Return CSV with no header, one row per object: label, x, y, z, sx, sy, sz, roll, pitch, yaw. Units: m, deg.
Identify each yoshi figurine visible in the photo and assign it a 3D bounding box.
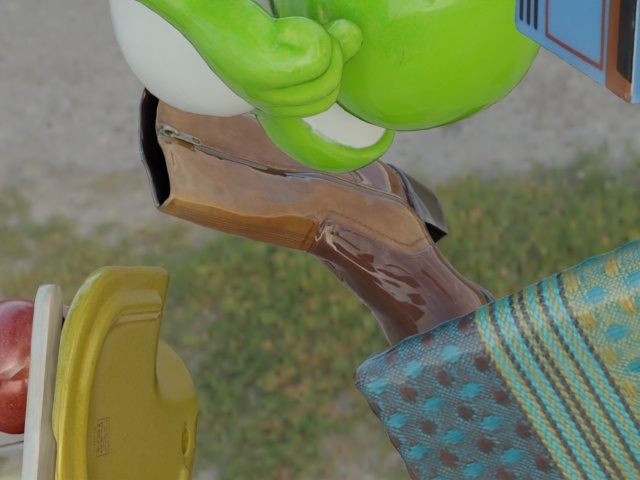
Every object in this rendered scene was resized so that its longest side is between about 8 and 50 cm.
yoshi figurine,-0.036,-0.146,0.733,0.203,0.362,0.203,-48,45,2

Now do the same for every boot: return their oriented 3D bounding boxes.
boot,0.000,0.000,1.509,0.280,0.096,0.264,22,40,-36

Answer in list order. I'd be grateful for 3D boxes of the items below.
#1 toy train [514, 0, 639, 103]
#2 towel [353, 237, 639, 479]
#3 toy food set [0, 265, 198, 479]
toy train,0.096,-0.111,0.448,0.080,0.184,0.105,-19,35,-26
towel,0.233,0.082,0.704,0.370,0.271,0.040,-23,18,20
toy food set,-0.108,0.072,0.776,0.071,0.128,0.218,1,-2,12
